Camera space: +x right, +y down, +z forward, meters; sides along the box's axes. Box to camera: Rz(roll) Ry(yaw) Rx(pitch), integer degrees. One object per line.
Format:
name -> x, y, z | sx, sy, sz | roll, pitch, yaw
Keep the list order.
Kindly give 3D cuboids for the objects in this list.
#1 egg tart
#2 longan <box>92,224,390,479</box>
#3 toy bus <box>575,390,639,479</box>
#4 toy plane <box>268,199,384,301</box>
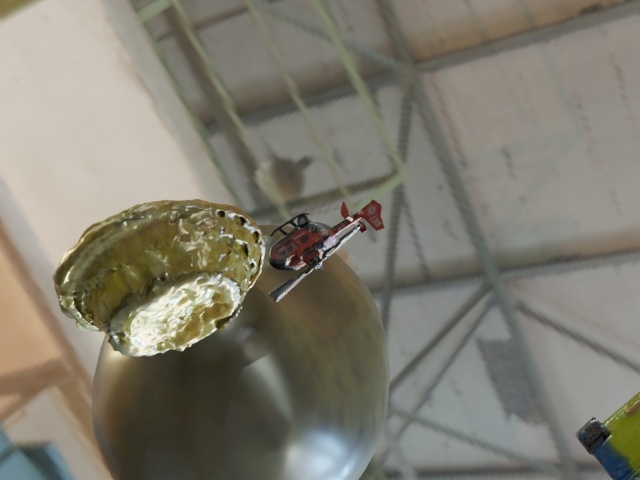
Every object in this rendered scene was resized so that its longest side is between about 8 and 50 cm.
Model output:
egg tart -> -0.130, 0.038, 1.297 | 0.074, 0.191, 0.191 | 64, -32, 33
longan -> -0.092, 0.170, 1.751 | 0.336, 0.404, 0.404 | 19, -48, 12
toy bus -> 0.295, 0.177, 0.892 | 0.138, 0.175, 0.287 | 41, 9, -36
toy plane -> 0.000, 0.000, 1.509 | 0.145, 0.060, 0.037 | -31, -40, 18
